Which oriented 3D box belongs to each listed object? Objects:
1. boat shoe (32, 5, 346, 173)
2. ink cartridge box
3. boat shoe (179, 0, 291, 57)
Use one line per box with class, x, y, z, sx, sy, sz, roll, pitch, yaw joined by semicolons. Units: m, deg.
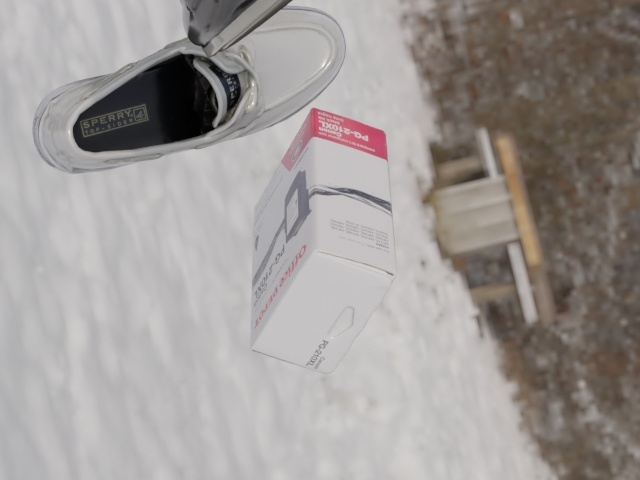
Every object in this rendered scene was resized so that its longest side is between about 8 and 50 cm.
boat shoe;-0.088;-0.118;1.238;0.088;0.267;0.096;11;-65;64
ink cartridge box;0.000;0.000;1.772;0.237;0.100;0.172;-91;-155;-47
boat shoe;-0.027;-0.187;0.890;0.095;0.112;0.335;51;-16;-6
